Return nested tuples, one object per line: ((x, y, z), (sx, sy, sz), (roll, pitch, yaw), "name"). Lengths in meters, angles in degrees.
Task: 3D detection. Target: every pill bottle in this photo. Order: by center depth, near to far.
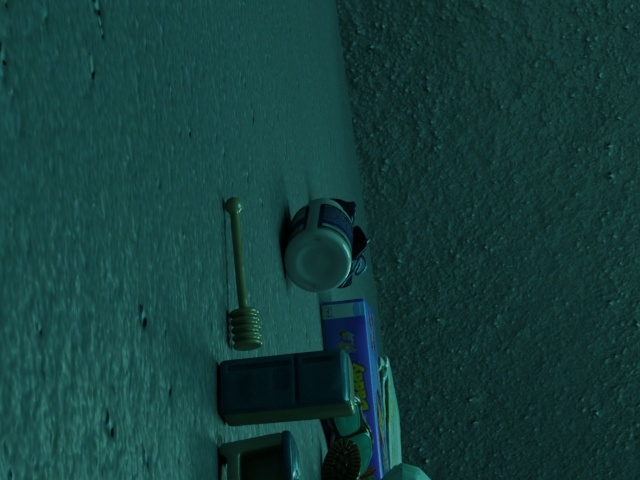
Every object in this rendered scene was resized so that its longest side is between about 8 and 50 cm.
((0.000, 0.000, 1.720), (0.169, 0.094, 0.094), (-82, 164, -67), "pill bottle")

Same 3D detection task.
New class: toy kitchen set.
((-0.035, 0.175, 1.022), (0.166, 0.122, 0.207), (74, 11, -61), "toy kitchen set")

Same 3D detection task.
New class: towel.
((0.116, 0.449, 2.477), (0.374, 0.090, 0.321), (76, 12, -53), "towel")

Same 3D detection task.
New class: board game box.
((0.066, 0.288, 2.155), (0.233, 0.078, 0.347), (53, 31, -79), "board game box")

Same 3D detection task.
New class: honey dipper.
((-0.082, 0.031, 1.214), (0.030, 0.030, 0.161), (70, 11, -68), "honey dipper")

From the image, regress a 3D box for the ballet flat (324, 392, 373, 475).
((0.038, 0.298, 1.959), (0.222, 0.076, 0.079), (77, -11, -46), "ballet flat")

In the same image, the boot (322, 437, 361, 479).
((0.032, 0.387, 1.850), (0.085, 0.059, 0.158), (80, 14, -61), "boot")

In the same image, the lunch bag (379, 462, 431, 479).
((0.128, 0.490, 1.776), (0.223, 0.160, 0.262), (-79, 162, -49), "lunch bag")

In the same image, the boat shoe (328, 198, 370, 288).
((0.044, 0.016, 2.180), (0.258, 0.089, 0.109), (73, 13, -64), "boat shoe")
